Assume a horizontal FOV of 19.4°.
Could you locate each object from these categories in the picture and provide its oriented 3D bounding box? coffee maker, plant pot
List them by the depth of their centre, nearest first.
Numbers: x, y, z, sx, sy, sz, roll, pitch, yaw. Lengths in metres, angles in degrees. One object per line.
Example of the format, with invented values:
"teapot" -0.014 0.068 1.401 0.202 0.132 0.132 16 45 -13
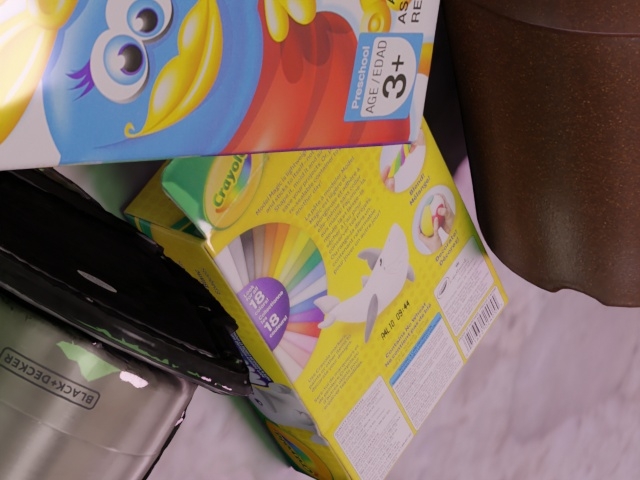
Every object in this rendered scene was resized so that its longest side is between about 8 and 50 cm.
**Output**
"coffee maker" -0.106 0.071 0.477 0.178 0.120 0.171 -58 176 5
"plant pot" 0.116 -0.077 0.678 0.167 0.167 0.165 -39 136 -35

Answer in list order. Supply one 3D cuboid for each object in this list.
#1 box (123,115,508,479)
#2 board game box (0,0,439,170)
"box" 0.000 0.000 0.658 0.105 0.043 0.179 -52 140 -23
"board game box" -0.104 -0.096 0.409 0.275 0.142 0.144 -8 110 -49
